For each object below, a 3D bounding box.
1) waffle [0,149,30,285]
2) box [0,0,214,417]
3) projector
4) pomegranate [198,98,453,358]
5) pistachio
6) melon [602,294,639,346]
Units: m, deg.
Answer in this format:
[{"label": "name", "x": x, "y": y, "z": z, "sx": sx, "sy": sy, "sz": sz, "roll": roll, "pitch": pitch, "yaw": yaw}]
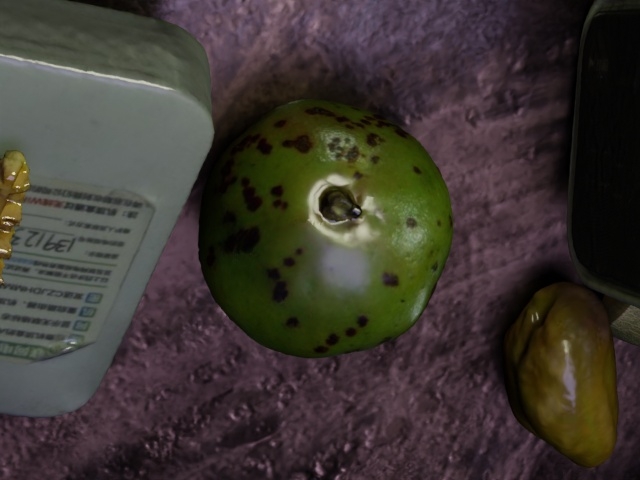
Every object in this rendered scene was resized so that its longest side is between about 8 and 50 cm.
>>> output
[{"label": "waffle", "x": -0.266, "y": 0.014, "z": 1.424, "sx": 0.161, "sy": 0.046, "sz": 0.192, "roll": -15, "pitch": 137, "yaw": 4}, {"label": "box", "x": -0.315, "y": -0.030, "z": 1.483, "sx": 0.396, "sy": 0.111, "sz": 0.396, "roll": 11, "pitch": 134, "yaw": -20}, {"label": "projector", "x": 0.356, "y": -0.072, "z": 1.572, "sx": 0.249, "sy": 0.248, "sz": 0.248, "roll": 0, "pitch": 97, "yaw": -13}, {"label": "pomegranate", "x": 0.000, "y": 0.000, "z": 1.595, "sx": 0.211, "sy": 0.263, "sz": 0.211, "roll": 2, "pitch": 72, "yaw": -6}, {"label": "pistachio", "x": 0.215, "y": 0.130, "z": 1.744, "sx": 0.100, "sy": 0.110, "sz": 0.189, "roll": -5, "pitch": 122, "yaw": 4}, {"label": "melon", "x": 0.328, "y": 0.046, "z": 1.741, "sx": 0.128, "sy": 0.079, "sz": 0.160, "roll": 30, "pitch": 106, "yaw": -11}]
